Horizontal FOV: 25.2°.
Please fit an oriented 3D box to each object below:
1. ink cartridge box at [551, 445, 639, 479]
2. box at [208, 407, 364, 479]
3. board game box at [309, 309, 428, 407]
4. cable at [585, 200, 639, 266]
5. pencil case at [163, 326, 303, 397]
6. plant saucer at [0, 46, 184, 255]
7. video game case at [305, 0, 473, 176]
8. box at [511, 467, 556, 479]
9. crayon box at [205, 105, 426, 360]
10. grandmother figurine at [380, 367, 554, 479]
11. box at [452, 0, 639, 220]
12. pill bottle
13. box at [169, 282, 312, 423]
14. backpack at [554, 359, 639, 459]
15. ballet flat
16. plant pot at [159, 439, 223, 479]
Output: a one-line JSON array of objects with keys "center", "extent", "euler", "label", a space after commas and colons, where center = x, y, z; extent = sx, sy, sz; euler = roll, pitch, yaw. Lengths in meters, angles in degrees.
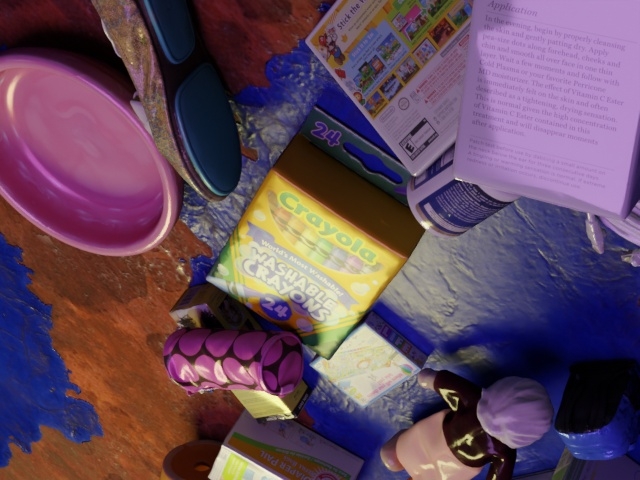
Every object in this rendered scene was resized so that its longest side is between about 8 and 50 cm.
[{"center": [0.401, 0.380, 1.875], "extent": [0.235, 0.171, 0.056], "euler": [36, 139, -3], "label": "ink cartridge box"}, {"center": [-0.052, 0.352, 2.195], "extent": [0.203, 0.103, 0.114], "euler": [29, 140, 5], "label": "box"}, {"center": [0.066, 0.168, 1.996], "extent": [0.103, 0.026, 0.154], "euler": [40, 139, -8], "label": "board game box"}, {"center": [0.381, -0.095, 1.485], "extent": [0.257, 0.089, 0.257], "euler": [-1, 127, 34], "label": "cable"}, {"center": [-0.117, 0.169, 1.964], "extent": [0.209, 0.095, 0.098], "euler": [-1, 92, 45], "label": "pencil case"}, {"center": [-0.320, -0.128, 1.913], "extent": [0.332, 0.084, 0.332], "euler": [19, 138, 18], "label": "plant saucer"}, {"center": [0.103, -0.207, 1.562], "extent": [0.206, 0.026, 0.227], "euler": [52, 140, 5], "label": "video game case"}, {"center": [0.303, 0.423, 2.046], "extent": [0.290, 0.087, 0.169], "euler": [-25, 114, 45], "label": "box"}, {"center": [0.000, 0.000, 1.831], "extent": [0.203, 0.083, 0.323], "euler": [34, 139, 0], "label": "crayon box"}, {"center": [0.196, 0.258, 1.907], "extent": [0.207, 0.104, 0.342], "euler": [54, 148, 3], "label": "grandmother figurine"}, {"center": [0.247, -0.227, 1.277], "extent": [0.168, 0.215, 0.345], "euler": [16, 119, 21], "label": "box"}, {"center": [0.183, -0.075, 1.628], "extent": [0.094, 0.094, 0.169], "euler": [43, 139, -11], "label": "pill bottle"}, {"center": [-0.115, 0.165, 2.088], "extent": [0.087, 0.058, 0.232], "euler": [-16, 120, 43], "label": "box"}, {"center": [0.356, 0.221, 1.786], "extent": [0.098, 0.120, 0.101], "euler": [-15, 120, 40], "label": "backpack"}, {"center": [-0.193, -0.206, 1.732], "extent": [0.123, 0.123, 0.348], "euler": [2, 125, 32], "label": "ballet flat"}, {"center": [-0.186, 0.433, 2.311], "extent": [0.205, 0.205, 0.187], "euler": [12, 119, 23], "label": "plant pot"}]
